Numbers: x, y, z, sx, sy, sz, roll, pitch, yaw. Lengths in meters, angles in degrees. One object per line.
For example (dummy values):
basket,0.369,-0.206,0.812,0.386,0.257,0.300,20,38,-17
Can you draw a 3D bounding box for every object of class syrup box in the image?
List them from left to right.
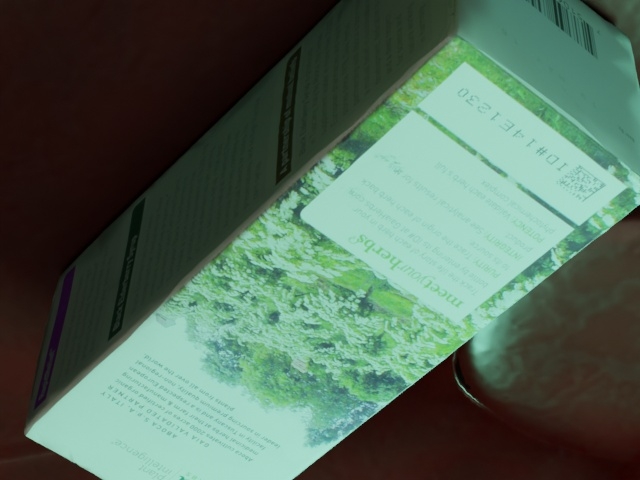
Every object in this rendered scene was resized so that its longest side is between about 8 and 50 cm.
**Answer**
syrup box,0.000,0.000,0.611,0.093,0.096,0.237,34,123,-23
